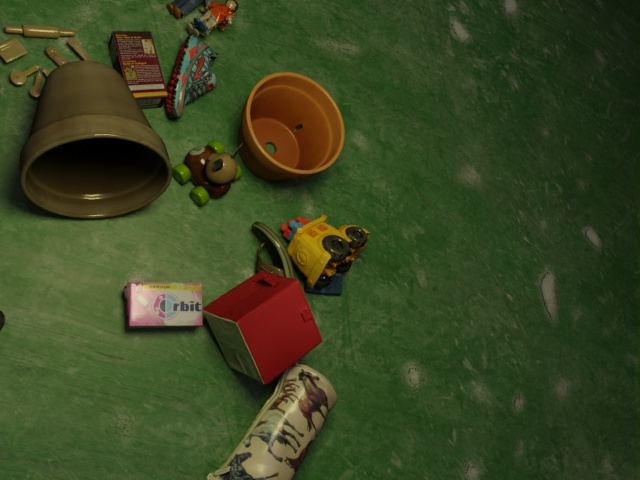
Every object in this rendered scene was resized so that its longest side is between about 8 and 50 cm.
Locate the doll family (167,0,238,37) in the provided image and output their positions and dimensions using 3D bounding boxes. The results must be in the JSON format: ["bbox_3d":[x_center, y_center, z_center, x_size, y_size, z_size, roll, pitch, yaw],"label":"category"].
[{"bbox_3d":[-0.344,-0.681,1.689,0.263,0.118,0.163,44,65,9],"label":"doll family"}]

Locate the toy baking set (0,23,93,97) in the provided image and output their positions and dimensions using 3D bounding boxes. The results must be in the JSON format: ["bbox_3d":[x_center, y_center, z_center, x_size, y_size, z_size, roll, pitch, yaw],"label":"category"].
[{"bbox_3d":[-0.675,-0.453,1.481,0.256,0.030,0.197,-12,85,-30],"label":"toy baking set"}]

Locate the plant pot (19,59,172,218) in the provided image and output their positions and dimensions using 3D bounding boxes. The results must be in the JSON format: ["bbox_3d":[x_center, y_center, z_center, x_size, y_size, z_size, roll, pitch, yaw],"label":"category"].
[{"bbox_3d":[-0.530,-0.251,1.368,0.323,0.323,0.281,-2,61,-29],"label":"plant pot"}]

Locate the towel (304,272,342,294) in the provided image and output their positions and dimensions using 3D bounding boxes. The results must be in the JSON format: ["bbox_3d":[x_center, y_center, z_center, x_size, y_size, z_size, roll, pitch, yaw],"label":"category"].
[{"bbox_3d":[0.010,0.122,1.693,0.119,0.029,0.067,8,74,-27],"label":"towel"}]

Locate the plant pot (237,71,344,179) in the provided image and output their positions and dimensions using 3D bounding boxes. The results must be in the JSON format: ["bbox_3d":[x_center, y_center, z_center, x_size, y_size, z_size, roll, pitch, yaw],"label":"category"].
[{"bbox_3d":[-0.107,-0.292,1.641,0.290,0.203,0.291,8,72,-27],"label":"plant pot"}]

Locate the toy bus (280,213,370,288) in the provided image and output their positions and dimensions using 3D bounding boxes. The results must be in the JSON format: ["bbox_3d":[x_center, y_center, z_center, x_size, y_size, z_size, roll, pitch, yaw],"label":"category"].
[{"bbox_3d":[0.000,0.000,1.662,0.211,0.150,0.220,43,42,17],"label":"toy bus"}]

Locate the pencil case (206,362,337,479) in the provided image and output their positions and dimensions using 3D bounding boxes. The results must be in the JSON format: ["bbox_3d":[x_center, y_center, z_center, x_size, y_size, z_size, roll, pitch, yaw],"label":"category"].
[{"bbox_3d":[-0.120,0.497,1.443,0.183,0.159,0.410,50,59,-25],"label":"pencil case"}]

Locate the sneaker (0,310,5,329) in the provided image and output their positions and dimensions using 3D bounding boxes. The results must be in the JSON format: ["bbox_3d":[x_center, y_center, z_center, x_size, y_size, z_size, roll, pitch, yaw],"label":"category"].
[{"bbox_3d":[-0.799,0.149,1.201,0.271,0.108,0.100,17,67,-25],"label":"sneaker"}]

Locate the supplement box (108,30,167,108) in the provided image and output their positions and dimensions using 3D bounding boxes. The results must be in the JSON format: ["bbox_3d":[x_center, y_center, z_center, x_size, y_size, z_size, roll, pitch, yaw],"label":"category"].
[{"bbox_3d":[-0.485,-0.451,1.550,0.104,0.080,0.188,-12,83,-30],"label":"supplement box"}]

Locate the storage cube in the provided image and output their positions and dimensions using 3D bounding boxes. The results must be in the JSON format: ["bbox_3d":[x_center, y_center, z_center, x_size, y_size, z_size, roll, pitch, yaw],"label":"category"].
[{"bbox_3d":[-0.144,0.214,1.465,0.193,0.183,0.215,-32,114,-31],"label":"storage cube"}]

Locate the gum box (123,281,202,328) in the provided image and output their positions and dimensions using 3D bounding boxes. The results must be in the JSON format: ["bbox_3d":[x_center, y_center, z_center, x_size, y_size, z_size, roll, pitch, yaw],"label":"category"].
[{"bbox_3d":[-0.391,0.161,1.444,0.188,0.062,0.107,4,75,-28],"label":"gum box"}]

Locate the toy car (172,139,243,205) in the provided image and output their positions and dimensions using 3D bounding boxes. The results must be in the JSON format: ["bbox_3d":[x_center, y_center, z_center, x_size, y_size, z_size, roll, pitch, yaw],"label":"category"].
[{"bbox_3d":[-0.274,-0.201,1.533,0.155,0.188,0.149,-43,99,-30],"label":"toy car"}]

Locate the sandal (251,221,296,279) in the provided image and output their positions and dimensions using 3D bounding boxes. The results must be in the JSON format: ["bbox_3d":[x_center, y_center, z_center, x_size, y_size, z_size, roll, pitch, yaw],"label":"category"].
[{"bbox_3d":[-0.123,0.090,1.584,0.086,0.120,0.303,-21,87,-17],"label":"sandal"}]

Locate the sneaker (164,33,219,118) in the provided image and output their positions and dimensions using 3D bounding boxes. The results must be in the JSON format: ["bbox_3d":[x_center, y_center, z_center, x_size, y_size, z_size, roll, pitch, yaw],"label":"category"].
[{"bbox_3d":[-0.345,-0.443,1.613,0.125,0.104,0.262,21,67,-24],"label":"sneaker"}]
